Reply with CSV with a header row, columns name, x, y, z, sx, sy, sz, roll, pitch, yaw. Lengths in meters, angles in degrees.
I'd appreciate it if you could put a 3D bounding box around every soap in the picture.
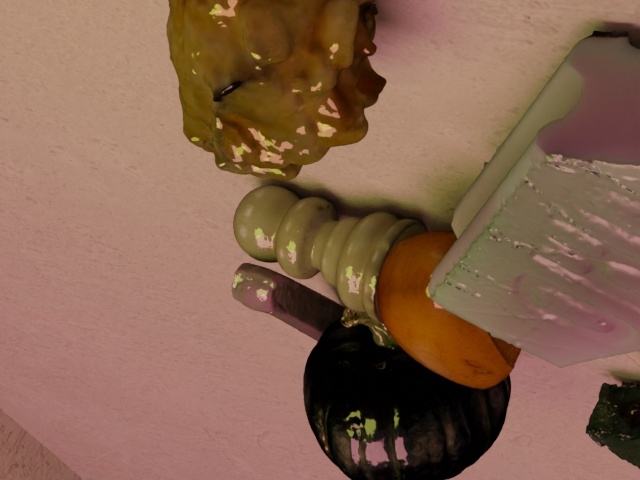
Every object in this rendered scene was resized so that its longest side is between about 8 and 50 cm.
name,x,y,z,sx,sy,sz,roll,pitch,yaw
soap,0.306,-0.033,1.736,0.261,0.156,0.446,27,148,-3

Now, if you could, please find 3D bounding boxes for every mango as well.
name,x,y,z,sx,sy,sz,roll,pitch,yaw
mango,0.172,0.080,2.104,0.199,0.201,0.350,-21,162,10

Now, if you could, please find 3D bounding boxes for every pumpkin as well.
name,x,y,z,sx,sy,sz,roll,pitch,yaw
pumpkin,0.115,0.180,2.351,0.296,0.296,0.296,21,157,9

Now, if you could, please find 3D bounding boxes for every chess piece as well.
name,x,y,z,sx,sy,sz,roll,pitch,yaw
chess piece,0.000,0.000,2.253,0.251,0.144,0.144,22,158,25

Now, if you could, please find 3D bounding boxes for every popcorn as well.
name,x,y,z,sx,sy,sz,roll,pitch,yaw
popcorn,-0.054,-0.190,1.771,0.252,0.215,0.286,24,155,18

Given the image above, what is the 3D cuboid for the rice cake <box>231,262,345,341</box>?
name,x,y,z,sx,sy,sz,roll,pitch,yaw
rice cake,-0.019,0.101,2.423,0.070,0.064,0.399,15,173,25

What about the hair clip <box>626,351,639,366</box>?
name,x,y,z,sx,sy,sz,roll,pitch,yaw
hair clip,0.337,0.046,2.044,0.331,0.085,0.101,36,154,-22

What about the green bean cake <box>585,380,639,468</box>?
name,x,y,z,sx,sy,sz,roll,pitch,yaw
green bean cake,0.492,0.251,2.313,0.193,0.107,0.208,33,156,-11
